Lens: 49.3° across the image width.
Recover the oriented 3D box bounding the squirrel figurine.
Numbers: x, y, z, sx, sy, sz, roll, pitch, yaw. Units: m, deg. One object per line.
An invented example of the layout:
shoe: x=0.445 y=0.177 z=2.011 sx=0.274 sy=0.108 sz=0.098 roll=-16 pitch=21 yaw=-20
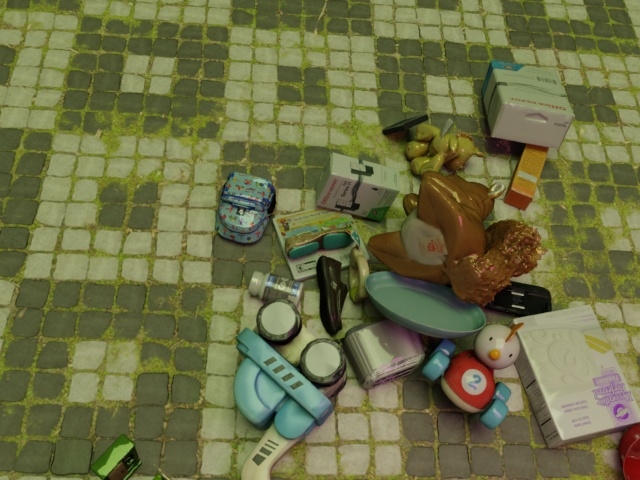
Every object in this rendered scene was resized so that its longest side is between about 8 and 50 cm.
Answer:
squirrel figurine: x=0.399 y=-0.021 z=1.898 sx=0.397 sy=0.281 sz=0.370 roll=41 pitch=36 yaw=13

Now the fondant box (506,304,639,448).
fondant box: x=0.654 y=0.349 z=1.824 sx=0.238 sy=0.096 sz=0.330 roll=-9 pitch=62 yaw=-13

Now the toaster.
toaster: x=0.157 y=0.282 z=1.781 sx=0.227 sy=0.129 sz=0.146 roll=-16 pitch=65 yaw=-18

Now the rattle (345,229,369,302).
rattle: x=0.142 y=0.066 z=1.894 sx=0.142 sy=0.130 sz=0.200 roll=-3 pitch=73 yaw=3

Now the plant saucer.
plant saucer: x=0.258 y=0.166 z=1.761 sx=0.317 sy=0.044 sz=0.317 roll=15 pitch=19 yaw=-5

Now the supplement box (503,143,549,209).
supplement box: x=0.642 y=-0.211 z=2.164 sx=0.080 sy=0.078 sz=0.233 roll=22 pitch=60 yaw=6

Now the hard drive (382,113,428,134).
hard drive: x=0.264 y=-0.362 z=2.180 sx=0.094 sy=0.135 sz=0.022 roll=-26 pitch=101 yaw=-20

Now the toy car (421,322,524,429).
toy car: x=0.412 y=0.289 z=1.714 sx=0.219 sy=0.238 sz=0.210 roll=39 pitch=20 yaw=8

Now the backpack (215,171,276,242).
backpack: x=-0.216 y=-0.087 z=1.959 sx=0.158 sy=0.117 sz=0.173 roll=18 pitch=62 yaw=4

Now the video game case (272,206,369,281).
video game case: x=0.000 y=0.000 z=1.988 sx=0.227 sy=0.026 sz=0.206 roll=-15 pitch=63 yaw=-14

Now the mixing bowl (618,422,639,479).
mixing bowl: x=0.810 y=0.520 z=1.720 sx=0.181 sy=0.181 sz=0.098 roll=2 pitch=15 yaw=-6

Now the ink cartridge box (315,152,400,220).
ink cartridge box: x=0.104 y=-0.151 z=1.991 sx=0.208 sy=0.153 sz=0.087 roll=13 pitch=52 yaw=-12

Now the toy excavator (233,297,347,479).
toy excavator: x=-0.099 y=0.431 z=1.642 sx=0.433 sy=0.222 sz=0.445 roll=40 pitch=77 yaw=16

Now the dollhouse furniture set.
dollhouse furniture set: x=-0.453 y=0.610 z=1.494 sx=0.197 sy=0.151 sz=0.301 roll=35 pitch=62 yaw=13

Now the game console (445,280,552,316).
game console: x=0.468 y=0.160 z=1.944 sx=0.361 sy=0.044 sz=0.213 roll=11 pitch=60 yaw=0

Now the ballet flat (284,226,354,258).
ballet flat: x=-0.005 y=-0.007 z=1.938 sx=0.206 sy=0.073 sz=0.067 roll=-12 pitch=47 yaw=-17

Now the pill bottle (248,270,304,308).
pill bottle: x=-0.119 y=0.131 z=1.863 sx=0.137 sy=0.078 sz=0.078 roll=17 pitch=59 yaw=2

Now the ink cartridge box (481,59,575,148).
ink cartridge box: x=0.649 y=-0.437 z=2.216 sx=0.223 sy=0.129 sz=0.307 roll=10 pitch=39 yaw=-2

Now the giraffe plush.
giraffe plush: x=0.392 y=-0.278 z=2.135 sx=0.170 sy=0.210 sz=0.181 roll=5 pitch=56 yaw=-38

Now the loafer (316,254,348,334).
loafer: x=0.041 y=0.143 z=1.868 sx=0.078 sy=0.080 sz=0.220 roll=1 pitch=70 yaw=-17
